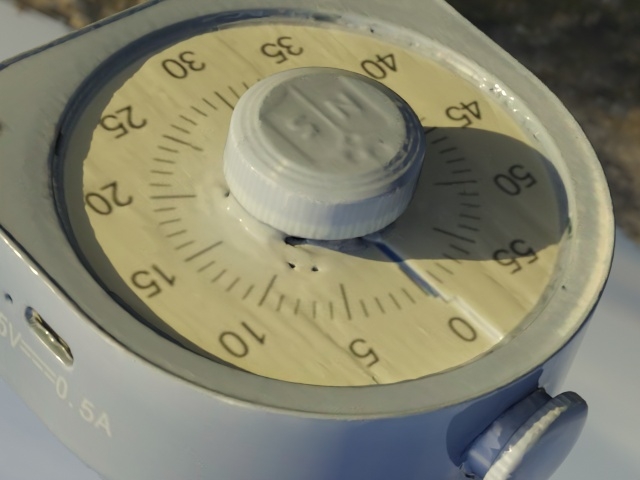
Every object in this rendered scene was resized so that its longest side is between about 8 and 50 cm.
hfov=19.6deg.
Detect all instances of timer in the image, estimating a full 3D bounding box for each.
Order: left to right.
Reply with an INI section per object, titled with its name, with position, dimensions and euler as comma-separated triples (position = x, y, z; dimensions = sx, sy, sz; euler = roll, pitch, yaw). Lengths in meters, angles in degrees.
[timer]
position = 0.000, 0.000, 1.078
dimensions = 0.395, 0.173, 0.395
euler = 9, -135, -9
